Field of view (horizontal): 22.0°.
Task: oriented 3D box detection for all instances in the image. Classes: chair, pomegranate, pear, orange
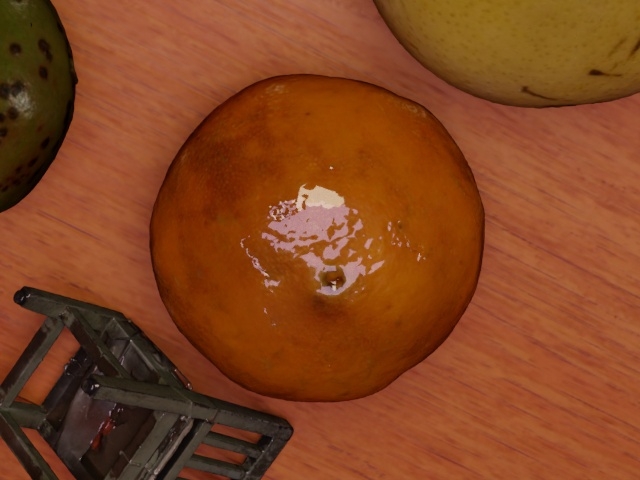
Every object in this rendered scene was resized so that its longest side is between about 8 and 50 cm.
[{"bbox_3d":[-0.177,0.155,1.472,0.270,0.147,0.136,19,110,-51],"label":"chair"},{"bbox_3d":[-0.334,-0.111,1.349,0.285,0.231,0.231,-24,103,15],"label":"pomegranate"},{"bbox_3d":[0.188,-0.268,1.275,0.348,0.348,0.348,0,104,-2],"label":"pear"},{"bbox_3d":[0.000,0.000,1.380,0.283,0.226,0.284,-1,110,-3],"label":"orange"}]
